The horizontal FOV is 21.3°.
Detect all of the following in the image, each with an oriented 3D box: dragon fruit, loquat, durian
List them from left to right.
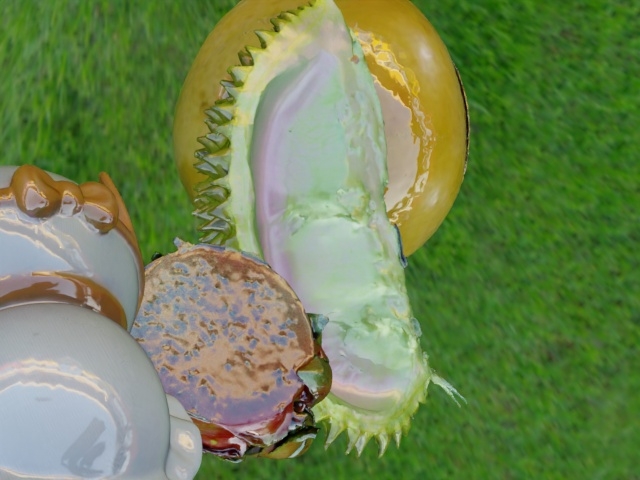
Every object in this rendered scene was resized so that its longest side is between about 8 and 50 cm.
[{"bbox_3d":[-0.059,0.085,1.043,0.138,0.142,0.175,-33,141,-16],"label":"dragon fruit"},{"bbox_3d":[-0.007,0.007,1.297,0.169,0.157,0.355,-18,104,-2],"label":"durian"},{"bbox_3d":[0.005,-0.096,1.464,0.263,0.263,0.263,-2,107,-6],"label":"loquat"}]

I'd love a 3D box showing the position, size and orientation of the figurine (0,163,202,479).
[{"bbox_3d":[-0.121,0.041,0.698,0.143,0.271,0.143,-17,124,-27],"label":"figurine"}]
